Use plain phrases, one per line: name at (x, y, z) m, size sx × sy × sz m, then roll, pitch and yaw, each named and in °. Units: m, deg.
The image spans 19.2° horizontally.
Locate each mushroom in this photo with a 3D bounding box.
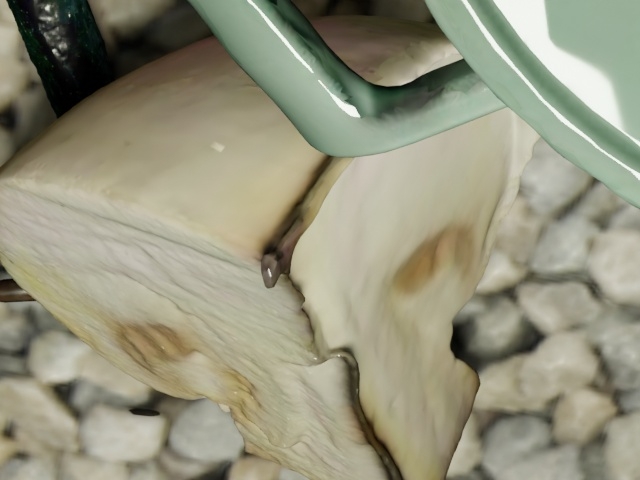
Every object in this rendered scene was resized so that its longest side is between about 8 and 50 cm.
mushroom at (-0.017, -0.018, 0.759) m, size 0.173 × 0.162 × 0.236 m, roll 23°, pitch 156°, yaw 28°

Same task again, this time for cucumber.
cucumber at (-0.107, -0.089, 0.756) m, size 0.032 × 0.032 × 0.133 m, roll -13°, pitch 121°, yaw 7°

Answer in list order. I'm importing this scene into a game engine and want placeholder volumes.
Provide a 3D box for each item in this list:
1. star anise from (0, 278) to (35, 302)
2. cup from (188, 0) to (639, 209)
star anise at (-0.212, 0.028, 0.798) m, size 0.234 × 0.073 × 0.177 m, roll 35°, pitch 100°, yaw -15°
cup at (0.131, -0.167, 0.518) m, size 0.310 × 0.392 × 0.401 m, roll 23°, pitch 122°, yaw -7°
